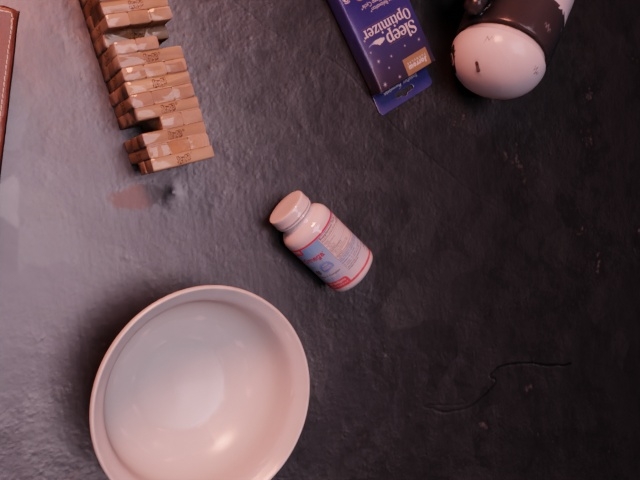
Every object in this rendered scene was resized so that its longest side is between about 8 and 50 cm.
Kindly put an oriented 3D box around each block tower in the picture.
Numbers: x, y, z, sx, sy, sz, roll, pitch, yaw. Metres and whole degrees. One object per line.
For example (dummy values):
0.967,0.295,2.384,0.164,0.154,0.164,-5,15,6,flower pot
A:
-0.245,-0.259,0.921,0.097,0.091,0.335,-19,99,-30,block tower

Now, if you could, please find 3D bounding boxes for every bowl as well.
-0.174,0.203,0.941,0.298,0.134,0.297,-1,91,-31,bowl

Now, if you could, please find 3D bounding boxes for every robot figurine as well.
0.335,-0.382,1.219,0.209,0.173,0.278,25,77,-4,robot figurine

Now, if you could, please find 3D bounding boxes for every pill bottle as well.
0.000,0.000,1.069,0.160,0.087,0.087,43,70,-23,pill bottle

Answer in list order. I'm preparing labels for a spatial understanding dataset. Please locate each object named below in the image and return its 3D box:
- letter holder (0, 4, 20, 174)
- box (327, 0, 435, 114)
-0.467,-0.112,0.759,0.214,0.152,0.301,6,87,-28,letter holder
0.109,-0.340,1.162,0.136,0.036,0.225,-36,109,-25,box
